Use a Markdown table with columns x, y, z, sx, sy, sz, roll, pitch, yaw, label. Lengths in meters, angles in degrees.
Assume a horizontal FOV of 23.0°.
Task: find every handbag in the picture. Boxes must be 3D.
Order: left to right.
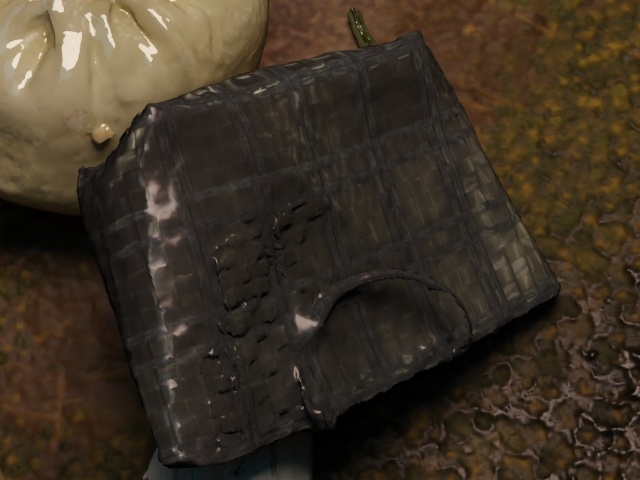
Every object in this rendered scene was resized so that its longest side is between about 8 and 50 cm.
| x | y | z | sx | sy | sz | roll | pitch | yaw | label |
| --- | --- | --- | --- | --- | --- | --- | --- | --- | --- |
| 0.000 | 0.000 | 0.784 | 0.270 | 0.088 | 0.175 | -21 | 81 | -37 | handbag |

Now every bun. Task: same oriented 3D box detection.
| x | y | z | sx | sy | sz | roll | pitch | yaw | label |
| --- | --- | --- | --- | --- | --- | --- | --- | --- | --- |
| -0.143 | -0.128 | 0.863 | 0.229 | 0.145 | 0.229 | -9 | 59 | 15 | bun |

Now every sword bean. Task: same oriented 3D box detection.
| x | y | z | sx | sy | sz | roll | pitch | yaw | label |
| --- | --- | --- | --- | --- | --- | --- | --- | --- | --- |
| 0.035 | -0.102 | 0.922 | 0.012 | 0.012 | 0.083 | -25 | 68 | -7 | sword bean |

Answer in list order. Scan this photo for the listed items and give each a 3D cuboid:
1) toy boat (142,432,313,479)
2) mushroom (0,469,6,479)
| x | y | z | sx | sy | sz | roll | pitch | yaw | label |
| --- | --- | --- | --- | --- | --- | --- | --- | --- | --- |
| -0.049 | 0.068 | 0.820 | 0.085 | 0.078 | 0.260 | -21 | 57 | 32 | toy boat |
| -0.200 | 0.162 | 0.766 | 0.148 | 0.112 | 0.148 | -1 | 69 | 2 | mushroom |
